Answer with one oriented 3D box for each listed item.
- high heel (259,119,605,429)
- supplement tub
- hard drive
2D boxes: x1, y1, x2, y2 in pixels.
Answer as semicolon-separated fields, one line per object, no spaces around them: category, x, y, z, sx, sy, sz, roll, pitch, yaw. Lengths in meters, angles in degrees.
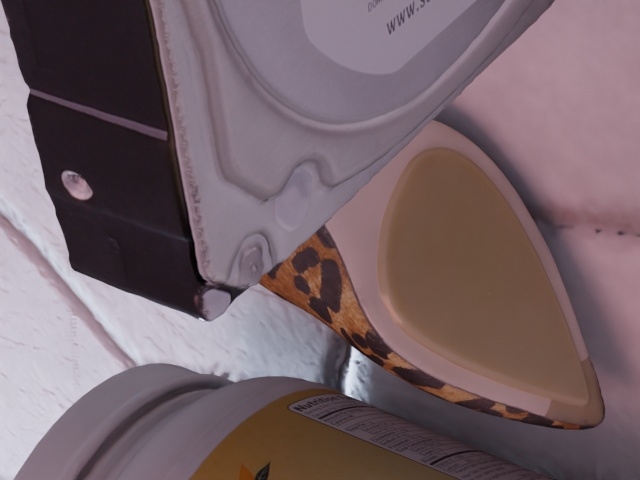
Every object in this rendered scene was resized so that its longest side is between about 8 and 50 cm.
high heel;0.000;0.000;0.744;0.261;0.093;0.186;41;160;-7
supplement tub;0.021;0.195;0.756;0.316;0.228;0.228;18;134;30
hard drive;-0.002;-0.177;0.444;0.064;0.237;0.339;18;133;31
